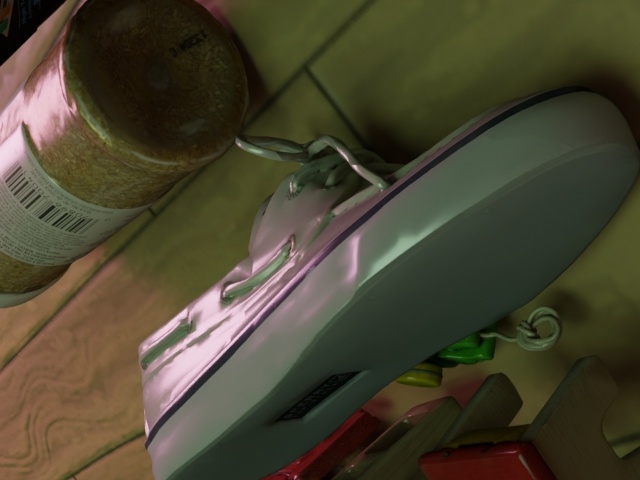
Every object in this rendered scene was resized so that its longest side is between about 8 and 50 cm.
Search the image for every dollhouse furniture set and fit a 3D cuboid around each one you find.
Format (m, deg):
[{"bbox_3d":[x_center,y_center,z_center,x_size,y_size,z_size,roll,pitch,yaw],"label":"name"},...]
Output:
[{"bbox_3d":[0.066,0.215,0.707,0.201,0.152,0.374,55,153,-4],"label":"dollhouse furniture set"}]

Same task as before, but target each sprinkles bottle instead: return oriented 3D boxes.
[{"bbox_3d":[-0.180,-0.049,0.818,0.121,0.121,0.355,55,144,-5],"label":"sprinkles bottle"}]

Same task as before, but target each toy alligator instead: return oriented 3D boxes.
[{"bbox_3d":[0.073,0.060,0.700,0.189,0.056,0.051,-5,161,42],"label":"toy alligator"}]

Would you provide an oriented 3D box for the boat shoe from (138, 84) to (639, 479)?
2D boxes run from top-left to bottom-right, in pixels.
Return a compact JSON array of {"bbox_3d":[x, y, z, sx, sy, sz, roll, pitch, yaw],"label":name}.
[{"bbox_3d":[0.006,0.001,0.651,0.367,0.135,0.157,-44,57,40],"label":"boat shoe"}]

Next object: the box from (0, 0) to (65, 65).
[{"bbox_3d":[-0.187,-0.202,0.539,0.073,0.293,0.296,20,137,11],"label":"box"}]
